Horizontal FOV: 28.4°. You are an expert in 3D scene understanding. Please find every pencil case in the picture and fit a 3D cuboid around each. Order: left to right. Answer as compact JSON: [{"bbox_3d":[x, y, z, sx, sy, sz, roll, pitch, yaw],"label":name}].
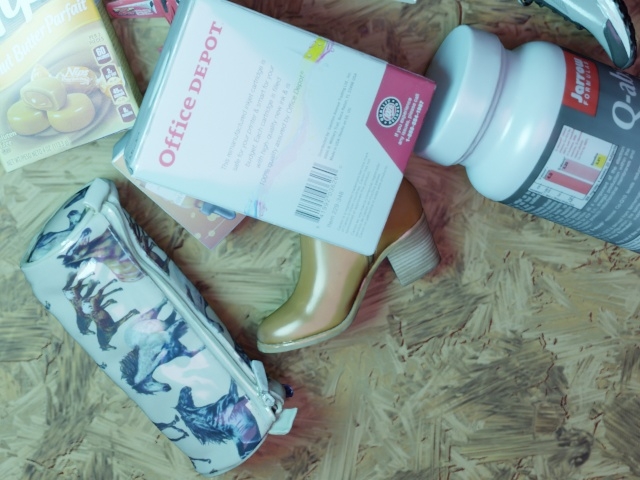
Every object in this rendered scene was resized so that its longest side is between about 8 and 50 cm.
[{"bbox_3d":[-0.208,0.110,1.616,0.183,0.160,0.410,-27,112,30],"label":"pencil case"}]

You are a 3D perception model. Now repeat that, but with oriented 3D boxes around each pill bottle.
[{"bbox_3d":[0.311,-0.127,1.590,0.363,0.210,0.210,19,104,-14],"label":"pill bottle"}]

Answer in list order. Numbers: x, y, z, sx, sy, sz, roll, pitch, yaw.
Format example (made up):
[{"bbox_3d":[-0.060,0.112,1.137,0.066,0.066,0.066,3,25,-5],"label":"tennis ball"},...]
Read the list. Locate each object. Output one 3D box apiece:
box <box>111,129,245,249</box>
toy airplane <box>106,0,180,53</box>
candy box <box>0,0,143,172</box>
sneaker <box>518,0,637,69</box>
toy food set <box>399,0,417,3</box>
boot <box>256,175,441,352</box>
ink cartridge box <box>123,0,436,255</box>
[{"bbox_3d":[-0.158,-0.097,1.596,0.170,0.091,0.130,42,98,-17],"label":"box"},{"bbox_3d":[-0.178,-0.269,1.543,0.151,0.028,0.151,6,132,7],"label":"toy airplane"},{"bbox_3d":[-0.352,-0.261,1.516,0.183,0.087,0.316,-20,110,2],"label":"candy box"},{"bbox_3d":[0.296,-0.318,1.572,0.108,0.100,0.271,-39,86,19],"label":"sneaker"},{"bbox_3d":[0.071,-0.405,1.549,0.128,0.071,0.217,5,106,15],"label":"toy food set"},{"bbox_3d":[0.000,0.000,1.639,0.283,0.109,0.220,-30,110,0],"label":"boot"},{"bbox_3d":[-0.050,-0.140,1.489,0.306,0.131,0.226,20,97,-16],"label":"ink cartridge box"}]
